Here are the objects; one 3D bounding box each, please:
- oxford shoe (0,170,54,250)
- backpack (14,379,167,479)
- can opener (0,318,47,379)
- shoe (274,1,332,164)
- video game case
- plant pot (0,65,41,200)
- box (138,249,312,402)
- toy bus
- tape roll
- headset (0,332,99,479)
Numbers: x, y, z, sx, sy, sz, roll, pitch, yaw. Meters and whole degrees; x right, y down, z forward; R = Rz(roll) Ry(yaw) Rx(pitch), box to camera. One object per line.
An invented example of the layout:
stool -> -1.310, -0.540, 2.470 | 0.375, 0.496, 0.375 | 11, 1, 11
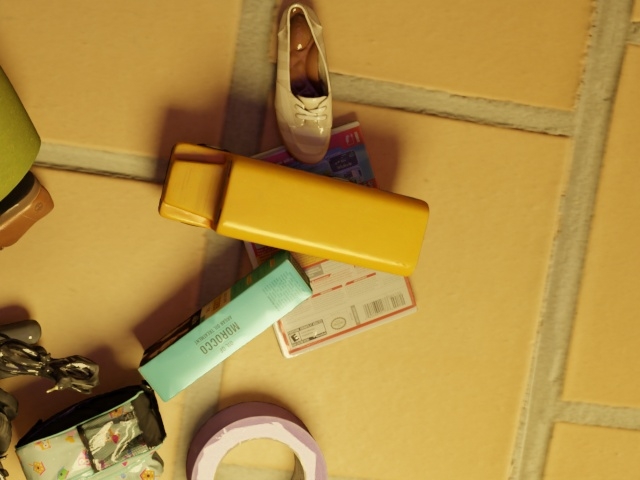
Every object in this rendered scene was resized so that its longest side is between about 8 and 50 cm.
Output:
oxford shoe -> -0.439, -0.004, 1.543 | 0.212, 0.076, 0.076 | -30, 142, 4
backpack -> -0.296, 0.276, 1.555 | 0.188, 0.166, 0.144 | -16, 91, -7
can opener -> -0.500, 0.168, 1.534 | 0.284, 0.095, 0.076 | -12, 100, -3
shoe -> -0.025, -0.210, 1.588 | 0.077, 0.058, 0.219 | -6, 91, -6
video game case -> 0.000, 0.000, 1.652 | 0.204, 0.025, 0.285 | -19, 101, -8
plant pot -> -0.489, -0.170, 1.427 | 0.275, 0.275, 0.293 | -46, 119, -3
box -> -0.126, 0.110, 1.586 | 0.244, 0.100, 0.060 | -36, 100, 3
toy bus -> -0.038, -0.041, 1.558 | 0.333, 0.130, 0.108 | 13, 95, -13
tape roll -> -0.089, 0.323, 1.649 | 0.189, 0.080, 0.189 | -2, 98, -12
headset -> -0.414, 0.268, 1.455 | 0.185, 0.243, 0.394 | 15, 125, -22
